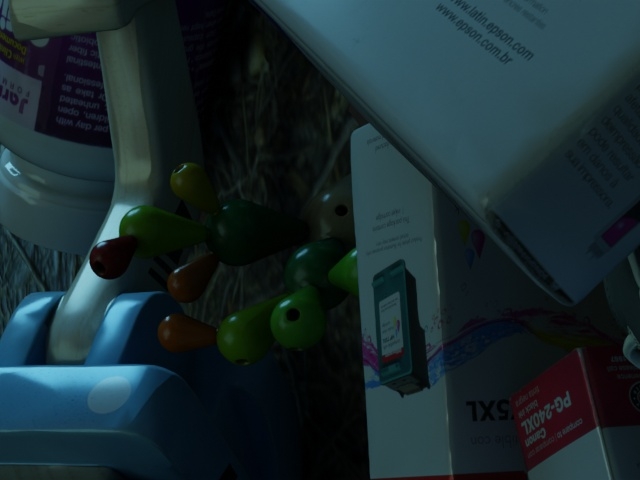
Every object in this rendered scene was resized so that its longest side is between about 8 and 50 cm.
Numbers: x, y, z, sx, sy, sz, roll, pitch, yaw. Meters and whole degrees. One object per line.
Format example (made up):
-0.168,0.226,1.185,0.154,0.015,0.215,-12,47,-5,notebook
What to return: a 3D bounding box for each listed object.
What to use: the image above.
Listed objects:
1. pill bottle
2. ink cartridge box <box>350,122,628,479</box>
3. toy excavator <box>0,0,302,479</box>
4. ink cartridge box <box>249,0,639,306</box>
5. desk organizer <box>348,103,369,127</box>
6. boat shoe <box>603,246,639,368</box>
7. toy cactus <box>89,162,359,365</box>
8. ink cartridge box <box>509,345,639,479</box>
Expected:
-0.157,-0.149,1.252,0.169,0.169,0.301,49,132,54,pill bottle
0.093,0.058,0.769,0.078,0.134,0.231,-19,73,62,ink cartridge box
-0.123,0.071,1.085,0.433,0.222,0.445,64,-148,-41,toy excavator
0.123,-0.174,0.673,0.330,0.071,0.324,-42,36,2,ink cartridge box
0.057,-0.115,0.948,0.050,0.047,0.130,-123,42,-53,desk organizer
0.162,0.011,0.647,0.099,0.116,0.319,-53,35,42,boat shoe
0.000,0.000,0.946,0.180,0.219,0.112,-58,-30,-63,toy cactus
0.148,0.120,0.680,0.063,0.109,0.150,-45,50,54,ink cartridge box
